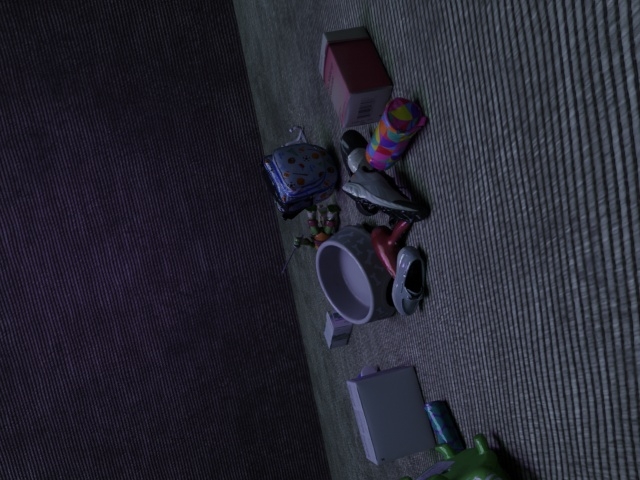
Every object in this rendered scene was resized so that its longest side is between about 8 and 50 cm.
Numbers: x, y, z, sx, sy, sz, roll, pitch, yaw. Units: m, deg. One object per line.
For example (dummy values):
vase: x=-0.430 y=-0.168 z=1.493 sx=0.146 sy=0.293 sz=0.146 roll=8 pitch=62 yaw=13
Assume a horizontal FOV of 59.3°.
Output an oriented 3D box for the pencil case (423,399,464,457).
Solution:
pencil case: x=0.348 y=0.532 z=1.599 sx=0.070 sy=0.065 sz=0.151 roll=-60 pitch=41 yaw=48

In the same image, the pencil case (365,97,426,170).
pencil case: x=0.184 y=-0.265 z=1.432 sx=0.236 sy=0.105 sz=0.104 roll=120 pitch=136 yaw=-72

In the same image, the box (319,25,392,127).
box: x=0.092 y=-0.455 z=1.570 sx=0.148 sy=0.127 sz=0.232 roll=100 pitch=154 yaw=-61

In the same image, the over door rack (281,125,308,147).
over door rack: x=-0.101 y=-0.328 z=2.590 sx=0.324 sy=0.108 sz=0.239 roll=96 pitch=158 yaw=-56

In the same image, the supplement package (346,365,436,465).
supplement package: x=0.227 y=0.562 z=1.838 sx=0.145 sy=0.204 sz=0.261 roll=130 pitch=126 yaw=-75

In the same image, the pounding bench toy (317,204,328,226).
pounding bench toy: x=0.015 y=-0.109 z=2.427 sx=0.083 sy=0.052 sz=0.065 roll=-118 pitch=19 yaw=-49

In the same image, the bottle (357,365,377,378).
bottle: x=0.190 y=0.613 z=2.306 sx=0.282 sy=0.092 sz=0.118 roll=91 pitch=157 yaw=-47

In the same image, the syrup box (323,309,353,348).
syrup box: x=0.078 y=0.402 z=2.578 sx=0.236 sy=0.093 sz=0.096 roll=96 pitch=158 yaw=-56

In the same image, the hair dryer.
hair dryer: x=0.207 y=-0.012 z=1.627 sx=0.224 sy=0.080 sz=0.293 roll=-150 pitch=48 yaw=-72

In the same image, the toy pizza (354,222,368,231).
toy pizza: x=0.160 y=0.034 z=1.977 sx=0.201 sy=0.032 sz=0.201 roll=167 pitch=90 yaw=-82

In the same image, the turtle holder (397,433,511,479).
turtle holder: x=0.365 y=0.606 z=1.323 sx=0.320 sy=0.243 sz=0.227 roll=-37 pitch=78 yaw=33

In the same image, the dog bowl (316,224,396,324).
dog bowl: x=0.112 y=0.127 z=1.908 sx=0.349 sy=0.102 sz=0.348 roll=36 pitch=138 yaw=40

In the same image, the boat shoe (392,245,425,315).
boat shoe: x=0.251 y=0.129 z=1.577 sx=0.081 sy=0.080 sz=0.227 roll=-116 pitch=20 yaw=-59

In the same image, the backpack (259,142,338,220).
backpack: x=-0.069 y=-0.255 z=2.172 sx=0.276 sy=0.264 sz=0.213 roll=66 pitch=158 yaw=15

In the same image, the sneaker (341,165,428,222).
sneaker: x=0.176 y=-0.129 z=1.506 sx=0.272 sy=0.107 sz=0.100 roll=30 pitch=179 yaw=39

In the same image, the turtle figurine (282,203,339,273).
turtle figurine: x=0.000 y=0.000 z=2.293 sx=0.198 sy=0.275 sz=0.266 roll=20 pitch=125 yaw=30

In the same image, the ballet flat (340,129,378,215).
ballet flat: x=0.135 y=-0.202 z=1.725 sx=0.096 sy=0.096 sz=0.280 roll=-120 pitch=11 yaw=-67
